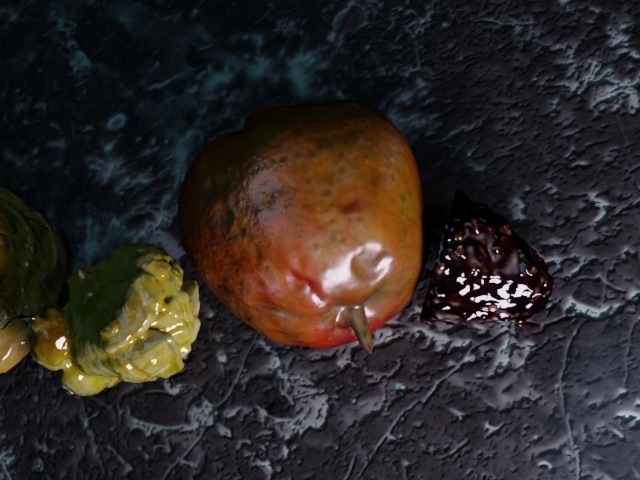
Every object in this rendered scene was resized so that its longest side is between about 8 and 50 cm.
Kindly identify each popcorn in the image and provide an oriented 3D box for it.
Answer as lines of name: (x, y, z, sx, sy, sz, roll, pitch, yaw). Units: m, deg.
popcorn: (-0.245, 0.090, 1.613, 0.195, 0.173, 0.168, -14, 75, 25)

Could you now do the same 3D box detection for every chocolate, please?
chocolate: (0.186, 0.036, 1.460, 0.133, 0.156, 0.156, 18, 75, 5)

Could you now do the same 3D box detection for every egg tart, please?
egg tart: (-0.496, 0.049, 1.738, 0.341, 0.129, 0.341, -8, 56, 13)

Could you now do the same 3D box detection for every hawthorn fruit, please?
hawthorn fruit: (0.000, 0.000, 1.459, 0.277, 0.277, 0.298, -33, 53, 9)
